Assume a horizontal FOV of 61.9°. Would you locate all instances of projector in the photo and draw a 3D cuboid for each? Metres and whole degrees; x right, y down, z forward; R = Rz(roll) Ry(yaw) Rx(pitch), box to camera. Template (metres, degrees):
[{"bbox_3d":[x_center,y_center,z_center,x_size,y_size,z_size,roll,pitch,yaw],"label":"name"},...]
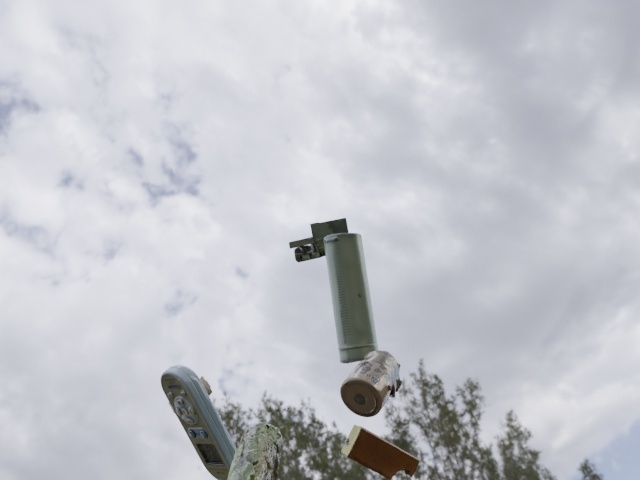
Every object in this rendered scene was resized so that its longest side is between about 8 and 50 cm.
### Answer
[{"bbox_3d":[0.080,0.151,1.418,0.108,0.337,0.108,-7,-12,-1],"label":"projector"}]

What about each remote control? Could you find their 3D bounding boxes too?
[{"bbox_3d":[-0.218,0.338,0.990,0.087,0.047,0.244,-18,-79,37],"label":"remote control"}]

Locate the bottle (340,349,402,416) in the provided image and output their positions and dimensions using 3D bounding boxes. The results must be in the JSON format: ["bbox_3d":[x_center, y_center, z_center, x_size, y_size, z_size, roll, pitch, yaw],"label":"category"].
[{"bbox_3d":[0.113,0.280,1.086,0.152,0.099,0.098,-33,-24,-55],"label":"bottle"}]

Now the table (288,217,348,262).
[{"bbox_3d":[0.000,0.000,1.573,0.176,0.062,0.146,-11,-19,4],"label":"table"}]

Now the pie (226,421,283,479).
[{"bbox_3d":[-0.110,0.426,0.787,0.071,0.323,0.323,10,-51,-1],"label":"pie"}]

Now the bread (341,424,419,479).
[{"bbox_3d":[0.162,0.574,1.417,0.226,0.049,0.088,37,-112,-22],"label":"bread"}]

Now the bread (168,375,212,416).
[{"bbox_3d":[-0.434,0.553,1.838,0.152,0.077,0.105,-35,-32,-13],"label":"bread"}]
